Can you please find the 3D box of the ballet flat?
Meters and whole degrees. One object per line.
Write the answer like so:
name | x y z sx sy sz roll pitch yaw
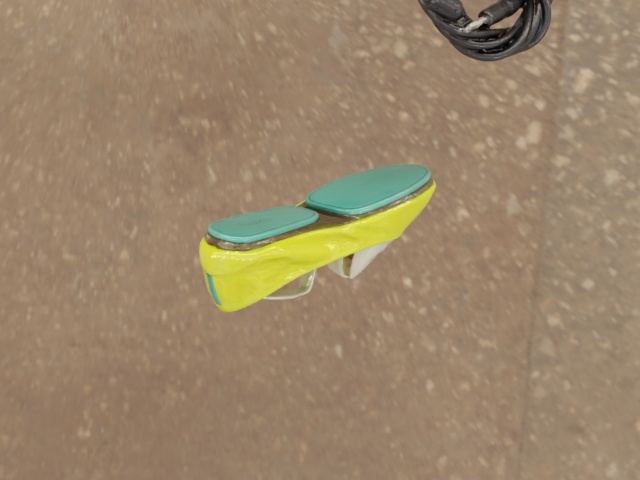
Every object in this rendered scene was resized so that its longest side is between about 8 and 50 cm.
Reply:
ballet flat | 0.000 0.000 1.049 0.231 0.077 0.077 -20 118 -38

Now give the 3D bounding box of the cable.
cable | 0.129 -0.234 1.038 0.150 0.047 0.185 27 61 -23
